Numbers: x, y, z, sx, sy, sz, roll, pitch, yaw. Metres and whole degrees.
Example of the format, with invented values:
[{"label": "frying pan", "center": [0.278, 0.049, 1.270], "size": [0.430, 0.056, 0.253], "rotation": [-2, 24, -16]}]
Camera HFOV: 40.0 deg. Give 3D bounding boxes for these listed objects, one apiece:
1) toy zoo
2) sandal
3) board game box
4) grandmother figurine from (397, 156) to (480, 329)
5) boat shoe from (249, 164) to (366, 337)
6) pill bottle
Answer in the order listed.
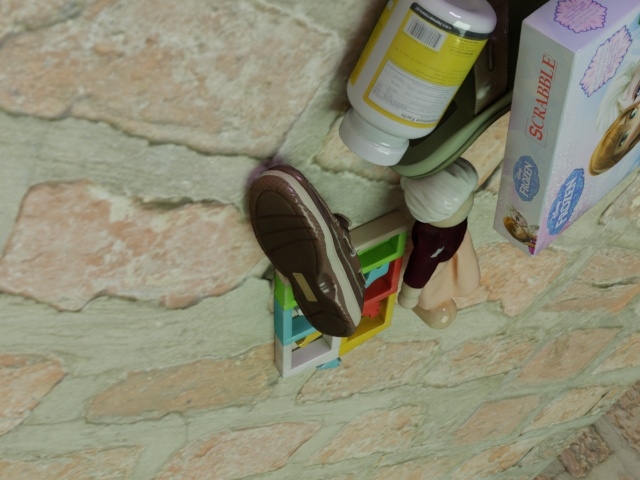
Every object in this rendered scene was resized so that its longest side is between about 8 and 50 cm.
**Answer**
[{"label": "toy zoo", "center": [0.024, 0.094, 1.239], "size": [0.192, 0.030, 0.293], "rotation": [-25, 147, -20]}, {"label": "sandal", "center": [0.168, -0.189, 0.929], "size": [0.086, 0.120, 0.303], "rotation": [28, 112, -40]}, {"label": "board game box", "center": [0.325, -0.175, 0.931], "size": [0.318, 0.066, 0.319], "rotation": [-38, 150, -18]}, {"label": "grandmother figurine", "center": [0.159, -0.010, 1.131], "size": [0.342, 0.104, 0.208], "rotation": [71, 32, -66]}, {"label": "boat shoe", "center": [-0.007, -0.001, 1.029], "size": [0.095, 0.095, 0.258], "rotation": [-60, 146, -35]}, {"label": "pill bottle", "center": [0.089, -0.169, 0.881], "size": [0.103, 0.103, 0.184], "rotation": [-6, 138, -40]}]
